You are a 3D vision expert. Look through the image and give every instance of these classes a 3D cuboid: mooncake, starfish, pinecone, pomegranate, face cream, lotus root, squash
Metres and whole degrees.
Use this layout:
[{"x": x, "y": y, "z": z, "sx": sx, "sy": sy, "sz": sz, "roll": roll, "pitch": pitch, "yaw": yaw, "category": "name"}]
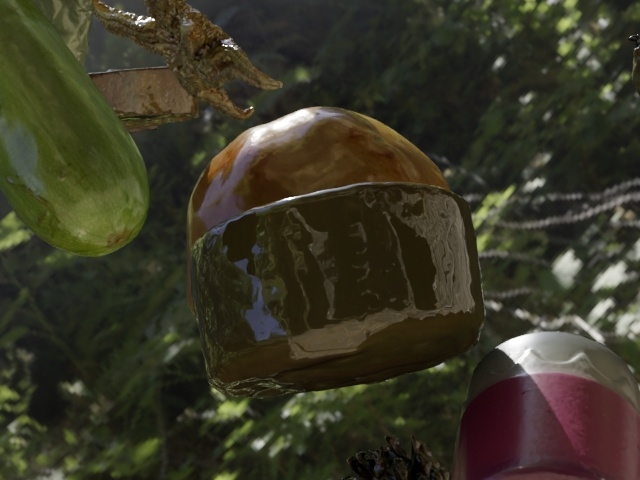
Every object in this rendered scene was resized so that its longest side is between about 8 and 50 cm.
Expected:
[{"x": 0.019, "y": 0.059, "z": 1.134, "sx": 0.284, "sy": 0.156, "sz": 0.284, "roll": -11, "pitch": -14, "yaw": -3, "category": "mooncake"}, {"x": -0.168, "y": -0.258, "z": 1.423, "sx": 0.084, "sy": 0.301, "sz": 0.293, "roll": -50, "pitch": 12, "yaw": -11, "category": "starfish"}, {"x": 0.105, "y": 0.396, "z": 1.576, "sx": 0.257, "sy": 0.243, "sz": 0.243, "roll": -56, "pitch": -23, "yaw": 8, "category": "pinecone"}, {"x": 0.000, "y": 0.000, "z": 1.735, "sx": 0.411, "sy": 0.411, "sz": 0.411, "roll": -39, "pitch": -24, "yaw": -21, "category": "pomegranate"}, {"x": 0.206, "y": 0.203, "z": 1.067, "sx": 0.195, "sy": 0.175, "sz": 0.175, "roll": -72, "pitch": 7, "yaw": -56, "category": "face cream"}, {"x": -0.382, "y": -0.217, "z": 1.911, "sx": 0.390, "sy": 0.111, "sz": 0.375, "roll": -8, "pitch": 7, "yaw": -13, "category": "lotus root"}, {"x": -0.268, "y": -0.136, "z": 1.062, "sx": 0.118, "sy": 0.371, "sz": 0.118, "roll": -30, "pitch": -23, "yaw": -14, "category": "squash"}]

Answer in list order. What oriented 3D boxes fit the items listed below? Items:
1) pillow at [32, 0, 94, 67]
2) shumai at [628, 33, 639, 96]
[{"x": -0.318, "y": -0.350, "z": 1.309, "sx": 0.076, "sy": 0.281, "sz": 0.274, "roll": -15, "pitch": -34, "yaw": -29, "category": "pillow"}, {"x": 0.358, "y": -0.069, "z": 0.876, "sx": 0.184, "sy": 0.185, "sz": 0.218, "roll": -33, "pitch": -42, "yaw": 25, "category": "shumai"}]
